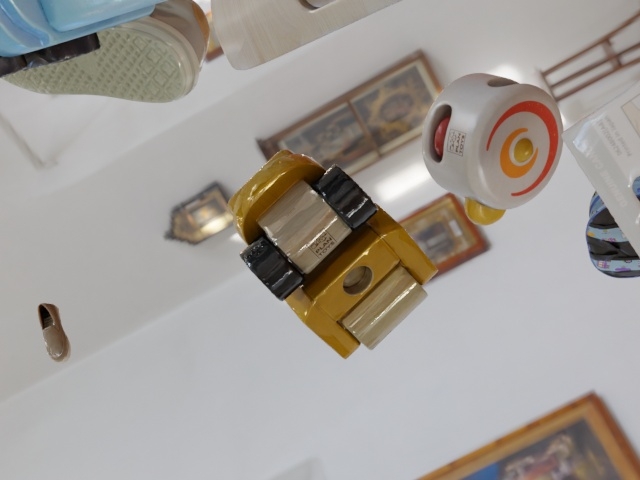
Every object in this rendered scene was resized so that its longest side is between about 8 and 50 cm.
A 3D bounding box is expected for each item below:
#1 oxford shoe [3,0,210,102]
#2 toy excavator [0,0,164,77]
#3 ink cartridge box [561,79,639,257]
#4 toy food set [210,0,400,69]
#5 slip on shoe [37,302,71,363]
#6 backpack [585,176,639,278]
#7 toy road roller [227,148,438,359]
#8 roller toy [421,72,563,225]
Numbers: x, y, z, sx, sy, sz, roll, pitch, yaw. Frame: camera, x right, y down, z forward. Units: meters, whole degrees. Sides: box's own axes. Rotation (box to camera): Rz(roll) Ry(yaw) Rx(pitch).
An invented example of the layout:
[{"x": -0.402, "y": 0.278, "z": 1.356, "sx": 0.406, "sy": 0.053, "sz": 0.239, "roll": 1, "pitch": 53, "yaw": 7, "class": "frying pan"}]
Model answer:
[{"x": -0.338, "y": -0.291, "z": 1.384, "sx": 0.130, "sy": 0.449, "sz": 0.169, "roll": -55, "pitch": -32, "yaw": -39, "class": "oxford shoe"}, {"x": -0.177, "y": -0.332, "z": 1.062, "sx": 0.433, "sy": 0.445, "sz": 0.222, "roll": -45, "pitch": -56, "yaw": -60, "class": "toy excavator"}, {"x": 0.492, "y": -0.123, "z": 1.118, "sx": 0.308, "sy": 0.385, "sz": 0.091, "roll": 52, "pitch": -172, "yaw": -18, "class": "ink cartridge box"}, {"x": 0.090, "y": -0.223, "z": 0.625, "sx": 0.092, "sy": 0.219, "sz": 0.306, "roll": 54, "pitch": -130, "yaw": -20, "class": "toy food set"}, {"x": -0.547, "y": 0.187, "z": 2.039, "sx": 0.041, "sy": 0.051, "sz": 0.135, "roll": 46, "pitch": -157, "yaw": -61, "class": "slip on shoe"}, {"x": 0.419, "y": -0.032, "z": 1.262, "sx": 0.117, "sy": 0.173, "sz": 0.158, "roll": -89, "pitch": -20, "yaw": -46, "class": "backpack"}, {"x": 0.000, "y": 0.000, "z": 1.537, "sx": 0.329, "sy": 0.202, "sz": 0.240, "roll": 46, "pitch": -179, "yaw": -42, "class": "toy road roller"}, {"x": 0.262, "y": -0.147, "z": 1.504, "sx": 0.146, "sy": 0.209, "sz": 0.191, "roll": 29, "pitch": 160, "yaw": 53, "class": "roller toy"}]
